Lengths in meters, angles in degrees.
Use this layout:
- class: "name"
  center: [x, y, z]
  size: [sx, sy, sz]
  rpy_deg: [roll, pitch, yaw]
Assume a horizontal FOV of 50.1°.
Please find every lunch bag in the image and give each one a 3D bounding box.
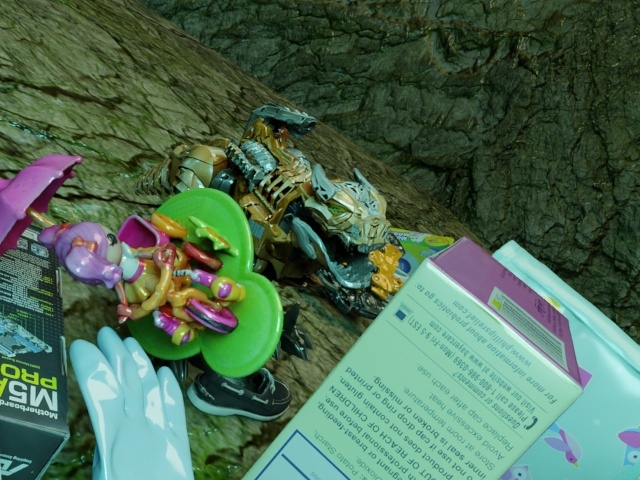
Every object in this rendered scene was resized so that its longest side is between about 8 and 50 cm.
- class: "lunch bag"
  center: [0.196, 0.154, 0.664]
  size: [0.223, 0.262, 0.160]
  rpy_deg: [45, 39, 21]

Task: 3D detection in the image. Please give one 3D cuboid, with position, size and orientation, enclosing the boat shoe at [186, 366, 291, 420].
- class: "boat shoe"
  center: [-0.063, 0.131, 0.614]
  size: [0.125, 0.038, 0.046]
  rpy_deg: [22, 21, -48]

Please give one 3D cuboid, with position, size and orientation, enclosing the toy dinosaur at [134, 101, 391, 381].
- class: "toy dinosaur"
  center: [-0.067, -0.011, 0.589]
  size: [0.164, 0.219, 0.322]
  rpy_deg: [5, 12, -21]

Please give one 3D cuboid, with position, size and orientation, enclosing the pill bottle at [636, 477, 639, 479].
- class: "pill bottle"
  center: [0.480, 0.411, 0.984]
  size: [0.087, 0.087, 0.160]
  rpy_deg: [32, 15, -23]

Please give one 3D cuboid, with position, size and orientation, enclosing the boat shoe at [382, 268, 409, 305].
- class: "boat shoe"
  center: [0.029, 0.005, 1.136]
  size: [0.267, 0.088, 0.096]
  rpy_deg: [41, 15, 11]

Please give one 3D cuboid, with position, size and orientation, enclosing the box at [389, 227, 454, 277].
- class: "box"
  center: [0.136, 0.032, 1.179]
  size: [0.179, 0.105, 0.043]
  rpy_deg: [12, 38, 22]

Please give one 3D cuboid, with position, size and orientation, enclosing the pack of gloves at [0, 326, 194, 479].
- class: "pack of gloves"
  center: [-0.113, 0.133, 0.319]
  size: [0.195, 0.046, 0.232]
  rpy_deg: [14, 49, -52]

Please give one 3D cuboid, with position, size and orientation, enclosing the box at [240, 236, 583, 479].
- class: "box"
  center: [0.065, 0.131, 0.512]
  size: [0.117, 0.243, 0.213]
  rpy_deg: [41, 14, 11]

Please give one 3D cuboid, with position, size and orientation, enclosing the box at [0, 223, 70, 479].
- class: "box"
  center: [-0.281, 0.020, 0.383]
  size: [0.270, 0.060, 0.216]
  rpy_deg: [28, 18, -35]

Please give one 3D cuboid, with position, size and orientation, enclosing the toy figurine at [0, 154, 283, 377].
- class: "toy figurine"
  center: [-0.128, 0.013, 0.430]
  size: [0.173, 0.130, 0.159]
  rpy_deg: [38, 7, 38]

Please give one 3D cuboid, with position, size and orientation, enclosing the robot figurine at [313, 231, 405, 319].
- class: "robot figurine"
  center: [0.000, 0.000, 1.010]
  size: [0.291, 0.085, 0.211]
  rpy_deg: [36, 42, -11]
